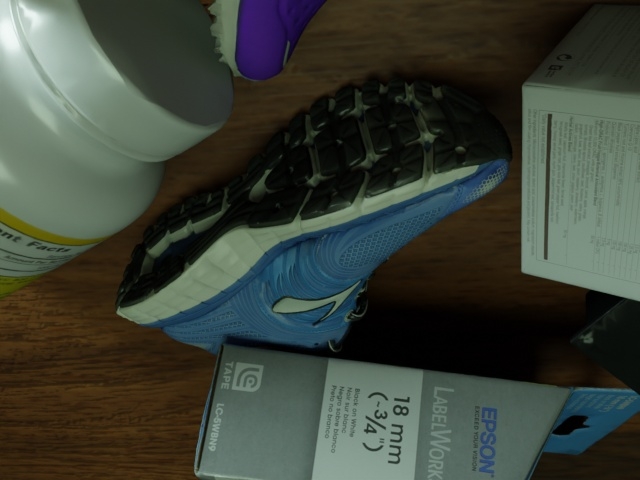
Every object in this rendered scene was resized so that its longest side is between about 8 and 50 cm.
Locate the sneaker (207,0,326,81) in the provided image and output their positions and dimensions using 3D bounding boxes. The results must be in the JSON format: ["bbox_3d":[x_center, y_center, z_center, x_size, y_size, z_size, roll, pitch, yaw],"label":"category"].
[{"bbox_3d":[0.036,-0.203,0.402,0.146,0.102,0.293,20,126,-7],"label":"sneaker"}]

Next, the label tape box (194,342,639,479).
[{"bbox_3d":[0.084,0.189,0.625,0.334,0.105,0.240,6,154,6],"label":"label tape box"}]

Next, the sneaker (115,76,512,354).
[{"bbox_3d":[0.000,0.000,0.560,0.330,0.129,0.147,-27,130,31],"label":"sneaker"}]

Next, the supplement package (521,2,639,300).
[{"bbox_3d":[0.254,-0.041,0.412,0.244,0.134,0.139,15,133,31],"label":"supplement package"}]

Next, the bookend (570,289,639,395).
[{"bbox_3d":[0.271,0.056,0.542,0.156,0.157,0.072,37,124,-3],"label":"bookend"}]

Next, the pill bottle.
[{"bbox_3d":[-0.230,-0.061,0.493,0.334,0.188,0.188,-26,118,24],"label":"pill bottle"}]
